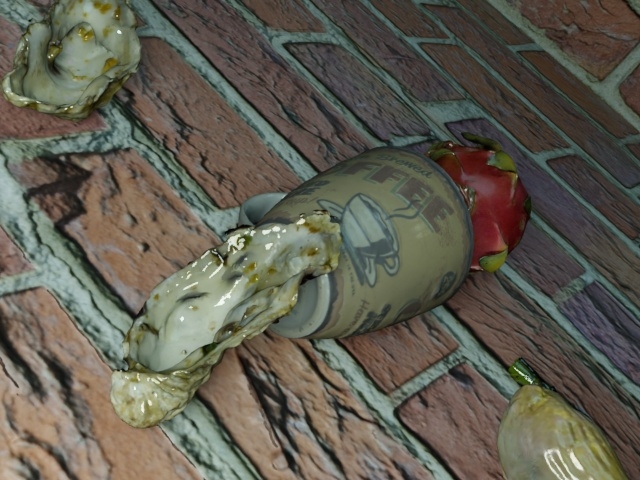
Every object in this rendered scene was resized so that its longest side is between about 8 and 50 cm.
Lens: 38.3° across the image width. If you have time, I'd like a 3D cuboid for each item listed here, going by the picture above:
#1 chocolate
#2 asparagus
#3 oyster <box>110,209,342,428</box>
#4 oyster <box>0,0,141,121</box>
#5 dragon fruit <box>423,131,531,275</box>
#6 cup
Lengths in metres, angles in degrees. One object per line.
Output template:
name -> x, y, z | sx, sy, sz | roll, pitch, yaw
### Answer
chocolate -> 0.319, 0.313, 1.101 | 0.134, 0.134, 0.309 | -4, 53, -48
asparagus -> 0.339, 0.232, 1.321 | 0.165, 0.030, 0.036 | 41, 20, 9
oyster -> -0.089, 0.076, 0.952 | 0.166, 0.294, 0.094 | 41, -20, 57
oyster -> -0.334, -0.257, 1.253 | 0.166, 0.110, 0.341 | 15, 39, -22
dragon fruit -> 0.214, -0.051, 1.412 | 0.224, 0.224, 0.227 | 42, 12, 10
cup -> 0.000, 0.000, 1.157 | 0.301, 0.227, 0.257 | 20, 24, 35
